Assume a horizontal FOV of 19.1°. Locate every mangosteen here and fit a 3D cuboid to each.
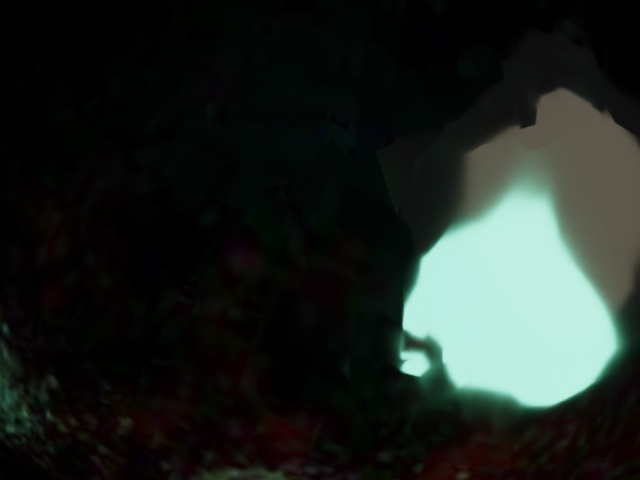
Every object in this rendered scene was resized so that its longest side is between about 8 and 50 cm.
[{"bbox_3d":[0.009,-0.003,0.575,0.297,0.297,0.313,-28,113,-50],"label":"mangosteen"}]
